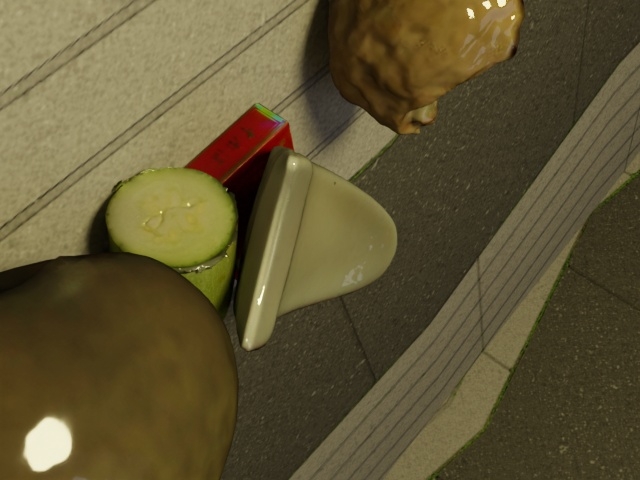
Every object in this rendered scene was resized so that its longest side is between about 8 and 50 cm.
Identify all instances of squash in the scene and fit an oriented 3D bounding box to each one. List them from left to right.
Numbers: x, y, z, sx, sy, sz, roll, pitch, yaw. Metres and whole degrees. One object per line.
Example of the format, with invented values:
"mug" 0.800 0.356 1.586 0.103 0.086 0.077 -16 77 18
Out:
"squash" -0.133 0.034 0.804 0.123 0.123 0.186 -39 152 -31

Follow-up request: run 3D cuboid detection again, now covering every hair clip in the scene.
"hair clip" -0.019 -0.005 0.839 0.282 0.113 0.172 -3 110 -61

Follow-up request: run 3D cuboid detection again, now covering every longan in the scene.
"longan" -0.216 0.149 0.624 0.350 0.288 0.288 -34 148 -36

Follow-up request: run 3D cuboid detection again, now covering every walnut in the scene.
"walnut" 0.089 -0.218 0.815 0.141 0.204 0.238 6 112 -26

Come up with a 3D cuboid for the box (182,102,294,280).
"box" -0.073 -0.044 0.893 0.112 0.048 0.175 -46 153 -20
